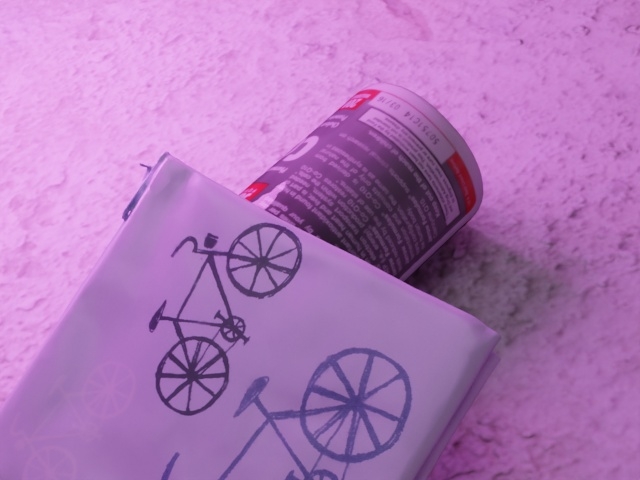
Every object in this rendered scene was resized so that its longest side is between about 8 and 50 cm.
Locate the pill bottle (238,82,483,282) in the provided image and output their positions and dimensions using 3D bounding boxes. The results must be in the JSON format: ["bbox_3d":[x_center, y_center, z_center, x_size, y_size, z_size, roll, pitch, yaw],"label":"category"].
[{"bbox_3d":[0.000,0.000,1.194,0.161,0.161,0.283,30,61,37],"label":"pill bottle"}]

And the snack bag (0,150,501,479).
[{"bbox_3d":[-0.081,0.134,1.040,0.342,0.037,0.323,29,81,20],"label":"snack bag"}]
